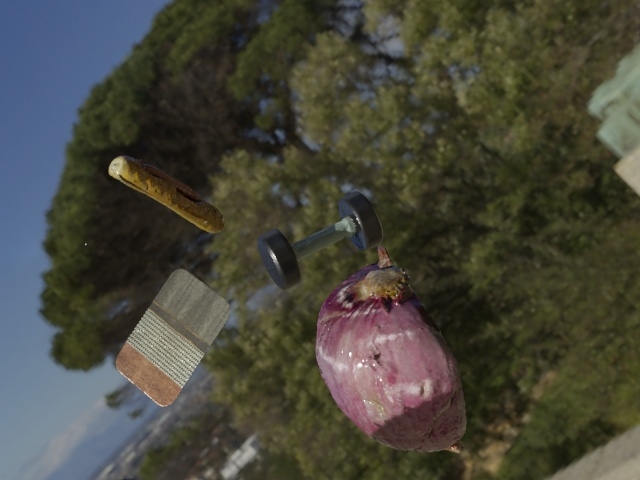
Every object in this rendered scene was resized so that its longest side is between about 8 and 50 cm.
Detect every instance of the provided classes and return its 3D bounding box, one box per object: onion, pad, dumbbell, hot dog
[{"bbox_3d":[0.095,0.208,1.581,0.159,0.349,0.267,-22,30,-6],"label":"onion"},{"bbox_3d":[-0.364,0.147,2.246,0.250,0.323,0.055,-57,-6,4],"label":"pad"},{"bbox_3d":[0.000,0.000,1.851,0.191,0.100,0.100,-26,-3,-13],"label":"dumbbell"},{"bbox_3d":[-0.230,-0.072,1.744,0.047,0.215,0.066,-54,32,8],"label":"hot dog"}]

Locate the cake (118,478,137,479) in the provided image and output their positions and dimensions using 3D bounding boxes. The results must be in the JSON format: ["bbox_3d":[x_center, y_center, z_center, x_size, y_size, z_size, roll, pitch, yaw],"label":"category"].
[{"bbox_3d":[-0.301,0.390,1.200,0.293,0.196,0.199,-14,-18,-11],"label":"cake"}]
